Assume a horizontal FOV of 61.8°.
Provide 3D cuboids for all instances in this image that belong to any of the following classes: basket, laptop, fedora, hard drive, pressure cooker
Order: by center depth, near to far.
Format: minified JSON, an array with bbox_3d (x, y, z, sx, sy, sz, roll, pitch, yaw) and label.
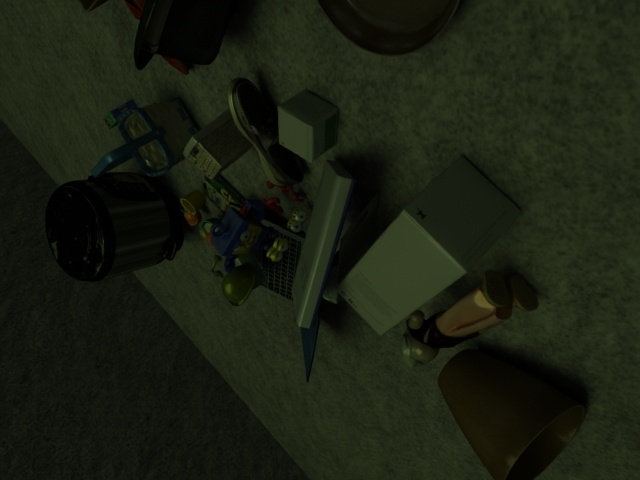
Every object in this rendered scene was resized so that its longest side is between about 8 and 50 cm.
[{"bbox_3d":[-0.259,-0.469,1.093,0.153,0.333,0.334,22,156,-19],"label":"fedora"},{"bbox_3d":[0.000,0.000,1.150,0.210,0.040,0.318,-110,34,-72],"label":"hard drive"},{"bbox_3d":[-0.246,-0.248,1.355,0.103,0.167,0.113,47,151,-8],"label":"basket"},{"bbox_3d":[-0.512,-0.276,1.542,0.255,0.289,0.201,-4,115,58],"label":"basket"},{"bbox_3d":[-0.147,0.158,1.581,0.408,0.236,0.381,25,143,12],"label":"laptop"},{"bbox_3d":[-0.737,-0.062,1.985,0.376,0.420,0.369,-16,91,35],"label":"pressure cooker"}]

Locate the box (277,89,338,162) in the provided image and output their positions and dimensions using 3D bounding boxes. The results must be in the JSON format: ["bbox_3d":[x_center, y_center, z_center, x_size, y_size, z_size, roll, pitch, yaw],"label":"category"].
[{"bbox_3d":[-0.027,-0.244,1.141,0.102,0.087,0.101,35,147,24],"label":"box"}]

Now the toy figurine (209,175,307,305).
[{"bbox_3d":[-0.226,-0.009,1.362,0.191,0.217,0.362,43,107,27],"label":"toy figurine"}]

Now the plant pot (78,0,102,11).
[{"bbox_3d":[-0.456,-0.656,1.152,0.212,0.187,0.212,3,126,53],"label":"plant pot"}]

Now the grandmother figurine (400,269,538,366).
[{"bbox_3d":[0.272,0.179,1.116,0.208,0.104,0.342,18,142,-16],"label":"grandmother figurine"}]

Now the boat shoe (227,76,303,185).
[{"bbox_3d":[-0.117,-0.249,1.249,0.092,0.103,0.285,9,134,42],"label":"boat shoe"}]

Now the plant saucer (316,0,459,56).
[{"bbox_3d":[0.093,-0.438,0.806,0.311,0.050,0.310,33,147,26],"label":"plant saucer"}]

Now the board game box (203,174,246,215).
[{"bbox_3d":[-0.269,-0.105,1.673,0.260,0.030,0.136,43,147,12],"label":"board game box"}]

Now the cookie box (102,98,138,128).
[{"bbox_3d":[-0.667,-0.420,1.786,0.107,0.092,0.040,-8,120,56],"label":"cookie box"}]

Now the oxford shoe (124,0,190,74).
[{"bbox_3d":[-0.366,-0.514,1.295,0.097,0.098,0.271,36,166,22],"label":"oxford shoe"}]

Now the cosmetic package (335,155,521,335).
[{"bbox_3d":[0.189,0.026,1.049,0.155,0.197,0.365,46,151,7],"label":"cosmetic package"}]

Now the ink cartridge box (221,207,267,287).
[{"bbox_3d":[-0.249,0.039,1.583,0.235,0.056,0.171,61,156,3],"label":"ink cartridge box"}]

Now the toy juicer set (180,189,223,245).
[{"bbox_3d":[-0.351,-0.007,1.803,0.329,0.089,0.209,44,152,-3],"label":"toy juicer set"}]

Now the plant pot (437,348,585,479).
[{"bbox_3d":[0.385,0.362,1.164,0.254,0.237,0.237,42,152,43],"label":"plant pot"}]

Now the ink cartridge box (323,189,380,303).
[{"bbox_3d":[0.064,0.009,1.206,0.056,0.181,0.224,23,142,21],"label":"ink cartridge box"}]
